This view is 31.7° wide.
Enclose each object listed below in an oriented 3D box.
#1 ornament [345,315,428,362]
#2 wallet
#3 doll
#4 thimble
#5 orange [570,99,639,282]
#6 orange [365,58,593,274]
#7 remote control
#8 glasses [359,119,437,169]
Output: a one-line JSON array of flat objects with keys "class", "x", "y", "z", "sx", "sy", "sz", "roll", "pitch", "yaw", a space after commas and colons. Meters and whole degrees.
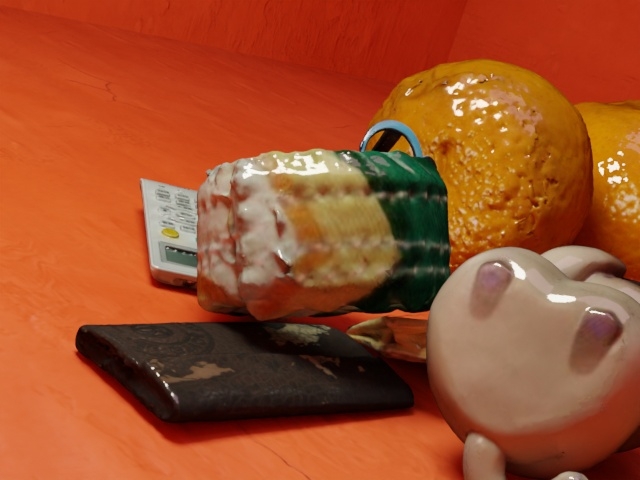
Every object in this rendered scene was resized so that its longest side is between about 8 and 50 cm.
[{"class": "ornament", "x": 0.106, "y": 0.107, "z": 1.246, "sx": 0.180, "sy": 0.059, "sz": 0.201, "roll": 2, "pitch": -5, "yaw": 29}, {"class": "wallet", "x": -0.062, "y": 0.118, "z": 1.088, "sx": 0.321, "sy": 0.044, "sz": 0.170, "roll": 3, "pitch": 19, "yaw": -45}, {"class": "doll", "x": 0.241, "y": 0.116, "z": 1.095, "sx": 0.215, "sy": 0.226, "sz": 0.370, "roll": 12, "pitch": 12, "yaw": 29}, {"class": "thimble", "x": 0.000, "y": 0.000, "z": 1.188, "sx": 0.254, "sy": 0.167, "sz": 0.288, "roll": -7, "pitch": -7, "yaw": 34}, {"class": "orange", "x": 0.520, "y": -0.072, "z": 1.890, "sx": 0.424, "sy": 0.326, "sz": 0.424, "roll": 17, "pitch": 13, "yaw": -4}, {"class": "orange", "x": 0.230, "y": -0.095, "z": 1.631, "sx": 0.340, "sy": 0.340, "sz": 0.293, "roll": 25, "pitch": 16, "yaw": 24}, {"class": "remote control", "x": -0.172, "y": -0.007, "z": 1.401, "sx": 0.103, "sy": 0.051, "sz": 0.293, "roll": 13, "pitch": 19, "yaw": -17}, {"class": "glasses", "x": 0.028, "y": -0.046, "z": 1.508, "sx": 0.207, "sy": 0.239, "sz": 0.102, "roll": 5, "pitch": -16, "yaw": 38}]
